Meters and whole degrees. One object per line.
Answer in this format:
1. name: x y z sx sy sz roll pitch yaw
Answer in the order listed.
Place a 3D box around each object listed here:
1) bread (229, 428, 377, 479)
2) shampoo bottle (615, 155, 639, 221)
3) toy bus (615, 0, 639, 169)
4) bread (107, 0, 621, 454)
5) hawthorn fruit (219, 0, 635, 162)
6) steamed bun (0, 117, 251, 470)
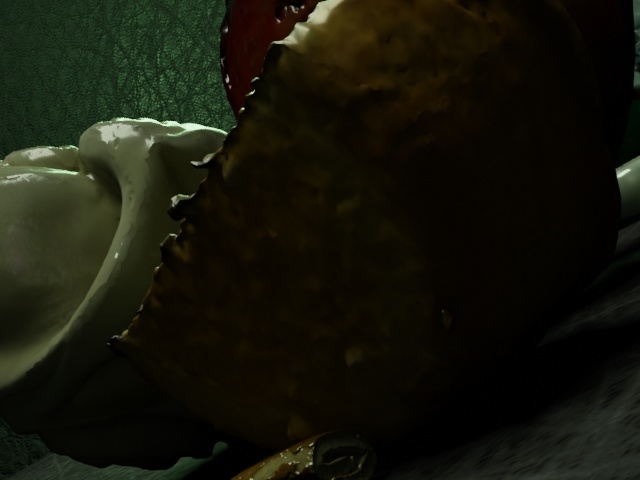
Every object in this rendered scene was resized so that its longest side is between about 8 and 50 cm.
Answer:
1. bread: -0.014 0.123 0.672 0.047 0.036 0.083 -6 -18 -48
2. shampoo bottle: 0.265 -0.043 1.137 0.152 0.045 0.077 -31 0 -19
3. toy bus: 0.370 -0.198 1.491 0.343 0.183 0.199 -29 -37 -28
4. bread: 0.038 0.006 0.708 0.194 0.179 0.340 -36 -12 -41
5. hawthorn fruit: 0.069 -0.129 0.931 0.316 0.316 0.316 -30 0 0
6. steamed bun: -0.140 0.060 1.086 0.367 0.255 0.342 17 -24 -39
